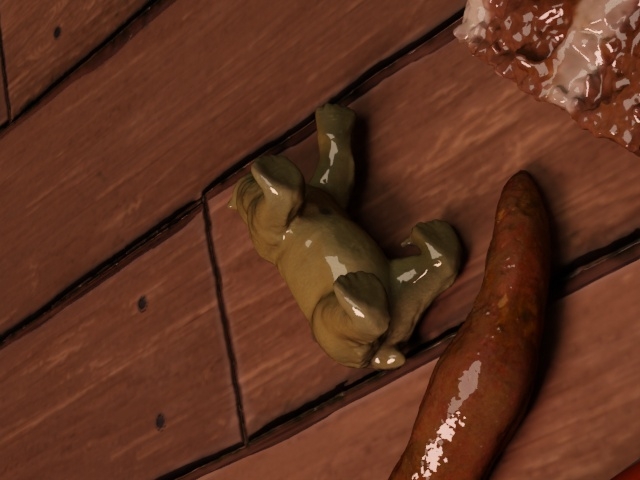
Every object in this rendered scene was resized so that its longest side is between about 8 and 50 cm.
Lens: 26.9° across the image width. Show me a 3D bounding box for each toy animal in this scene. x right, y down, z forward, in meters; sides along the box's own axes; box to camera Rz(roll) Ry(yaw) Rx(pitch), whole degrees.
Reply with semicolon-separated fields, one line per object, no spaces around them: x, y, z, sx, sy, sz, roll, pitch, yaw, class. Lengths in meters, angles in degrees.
0.000;0.000;0.840;0.218;0.103;0.101;52;140;35;toy animal

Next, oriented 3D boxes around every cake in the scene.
0.160;-0.117;0.666;0.147;0.134;0.135;39;106;36;cake

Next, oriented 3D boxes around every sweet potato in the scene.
0.084;0.084;0.747;0.255;0.058;0.078;-68;24;2;sweet potato

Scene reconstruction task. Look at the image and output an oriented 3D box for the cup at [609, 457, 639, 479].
0.158;0.175;0.566;0.288;0.203;0.203;-42;53;39;cup
